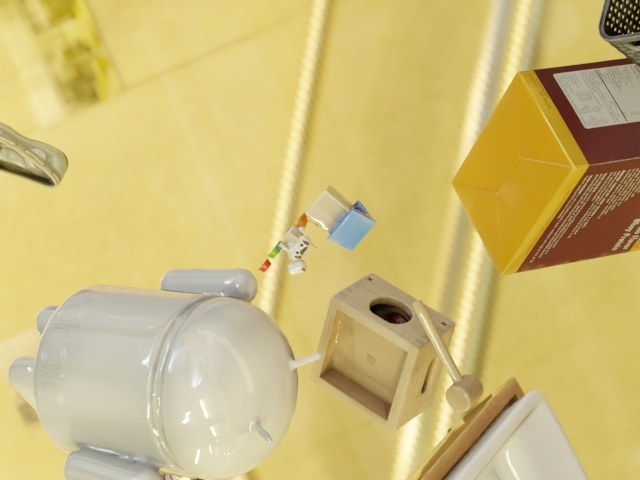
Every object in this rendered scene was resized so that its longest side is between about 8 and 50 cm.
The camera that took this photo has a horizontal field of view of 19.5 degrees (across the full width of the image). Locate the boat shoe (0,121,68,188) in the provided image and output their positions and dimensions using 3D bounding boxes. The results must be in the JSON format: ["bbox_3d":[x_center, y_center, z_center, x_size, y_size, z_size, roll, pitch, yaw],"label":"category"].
[{"bbox_3d":[-0.386,-0.105,2.277,0.048,0.153,0.056,-76,9,-55],"label":"boat shoe"}]

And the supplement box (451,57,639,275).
[{"bbox_3d":[0.277,-0.080,1.968,0.129,0.194,0.191,64,148,28],"label":"supplement box"}]

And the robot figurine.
[{"bbox_3d":[-0.172,0.155,2.041,0.353,0.300,0.200,4,149,33],"label":"robot figurine"}]

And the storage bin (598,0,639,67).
[{"bbox_3d":[0.355,-0.258,1.796,0.084,0.180,0.122,31,158,-38],"label":"storage bin"}]

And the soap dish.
[{"bbox_3d":[0.172,0.301,1.868,0.229,0.118,0.291,62,-145,-7],"label":"soap dish"}]

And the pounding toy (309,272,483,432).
[{"bbox_3d":[0.111,0.125,2.147,0.206,0.094,0.181,31,126,25],"label":"pounding toy"}]

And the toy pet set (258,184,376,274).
[{"bbox_3d":[0.000,0.000,1.987,0.065,0.114,0.122,40,-167,-3],"label":"toy pet set"}]

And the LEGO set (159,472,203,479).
[{"bbox_3d":[-0.164,0.338,2.512,0.255,0.192,0.331,-67,-39,-58],"label":"LEGO set"}]
